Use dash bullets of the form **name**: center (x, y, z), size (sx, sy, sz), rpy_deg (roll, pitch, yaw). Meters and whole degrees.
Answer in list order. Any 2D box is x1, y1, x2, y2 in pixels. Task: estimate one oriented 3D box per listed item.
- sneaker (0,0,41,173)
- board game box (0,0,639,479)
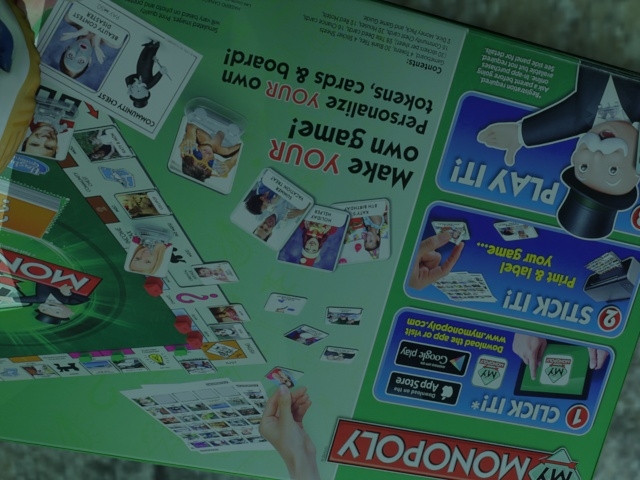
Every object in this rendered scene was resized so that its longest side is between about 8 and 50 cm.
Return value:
- **sneaker**: center (-0.235, -0.121, 0.505), size (0.296, 0.131, 0.112), rpy_deg (35, 108, 21)
- **board game box**: center (0.000, 0.000, 0.609), size (0.317, 0.046, 0.214), rpy_deg (12, 102, -21)
